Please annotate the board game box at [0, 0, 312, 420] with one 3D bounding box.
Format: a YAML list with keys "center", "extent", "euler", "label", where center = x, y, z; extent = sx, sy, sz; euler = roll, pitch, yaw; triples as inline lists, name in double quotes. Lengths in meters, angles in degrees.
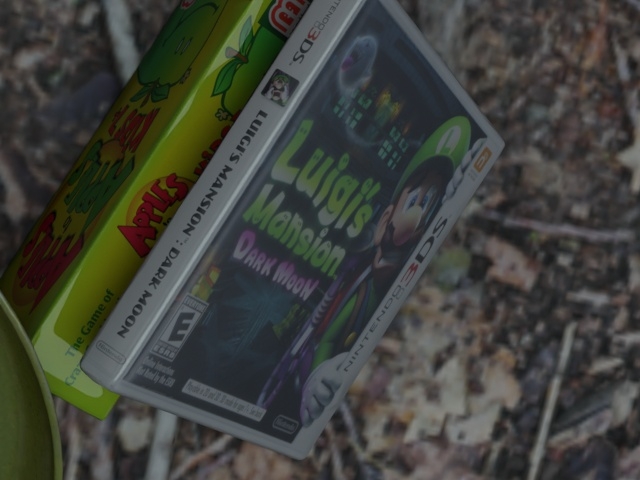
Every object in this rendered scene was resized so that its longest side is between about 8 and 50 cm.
- center: [-0.064, -0.026, 0.636]
  extent: [0.043, 0.092, 0.181]
  euler: [34, 88, -23]
  label: "board game box"

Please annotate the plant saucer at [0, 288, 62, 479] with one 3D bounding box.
- center: [-0.207, 0.060, 0.583]
  extent: [0.241, 0.037, 0.241]
  euler: [3, 114, 6]
  label: "plant saucer"

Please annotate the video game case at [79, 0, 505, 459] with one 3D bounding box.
- center: [0.000, 0.000, 0.639]
  extent: [0.173, 0.022, 0.190]
  euler: [-58, 154, -2]
  label: "video game case"
